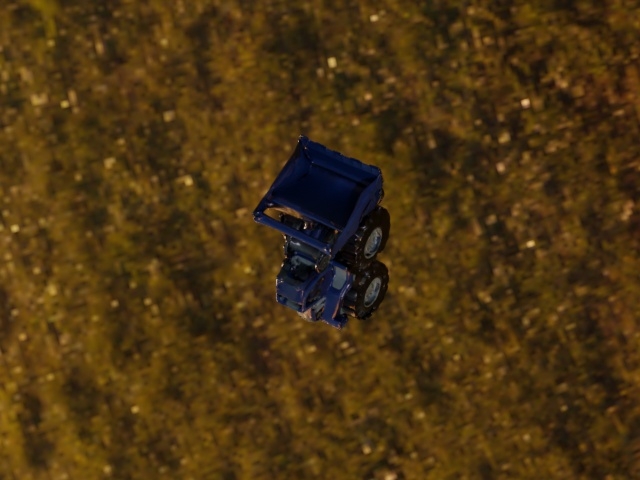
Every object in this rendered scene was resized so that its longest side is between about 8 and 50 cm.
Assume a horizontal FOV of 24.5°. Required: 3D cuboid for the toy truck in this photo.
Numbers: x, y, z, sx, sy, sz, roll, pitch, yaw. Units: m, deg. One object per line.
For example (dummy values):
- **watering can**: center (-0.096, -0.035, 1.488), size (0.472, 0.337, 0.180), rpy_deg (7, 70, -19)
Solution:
- **toy truck**: center (0.000, 0.000, 1.614), size (0.113, 0.126, 0.208), rpy_deg (24, 134, 28)
